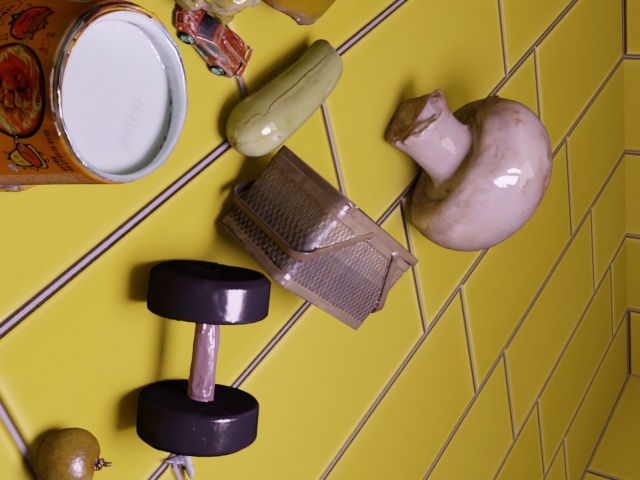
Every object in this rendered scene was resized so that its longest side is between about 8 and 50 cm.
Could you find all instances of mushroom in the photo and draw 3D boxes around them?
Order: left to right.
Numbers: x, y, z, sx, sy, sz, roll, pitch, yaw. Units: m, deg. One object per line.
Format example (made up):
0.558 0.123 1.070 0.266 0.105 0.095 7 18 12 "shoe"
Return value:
0.247 -0.136 1.545 0.290 0.297 0.297 28 72 -18 "mushroom"

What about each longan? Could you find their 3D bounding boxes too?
-0.276 0.249 0.975 0.075 0.083 0.075 -169 -90 -84 "longan"

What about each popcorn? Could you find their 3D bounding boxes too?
-0.123 -0.309 1.018 0.089 0.109 0.096 8 101 -61 "popcorn"

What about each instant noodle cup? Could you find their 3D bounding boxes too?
-0.244 -0.143 0.825 0.216 0.172 0.215 -21 116 -54 "instant noodle cup"

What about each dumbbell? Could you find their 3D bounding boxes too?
-0.145 0.142 1.078 0.152 0.153 0.218 -4 103 -56 "dumbbell"

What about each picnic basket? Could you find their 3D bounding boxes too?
0.000 0.000 1.216 0.139 0.165 0.267 -49 144 4 "picnic basket"

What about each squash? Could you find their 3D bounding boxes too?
-0.043 -0.199 1.199 0.250 0.083 0.083 -50 137 -38 "squash"

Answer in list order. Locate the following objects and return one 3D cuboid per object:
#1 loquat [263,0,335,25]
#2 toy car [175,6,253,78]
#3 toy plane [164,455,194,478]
-0.034 -0.370 1.112 0.152 0.152 0.195 -50 145 -37 "loquat"
-0.134 -0.255 1.085 0.122 0.035 0.059 44 64 -52 "toy car"
-0.183 0.289 1.180 0.078 0.024 0.084 -34 133 -49 "toy plane"
